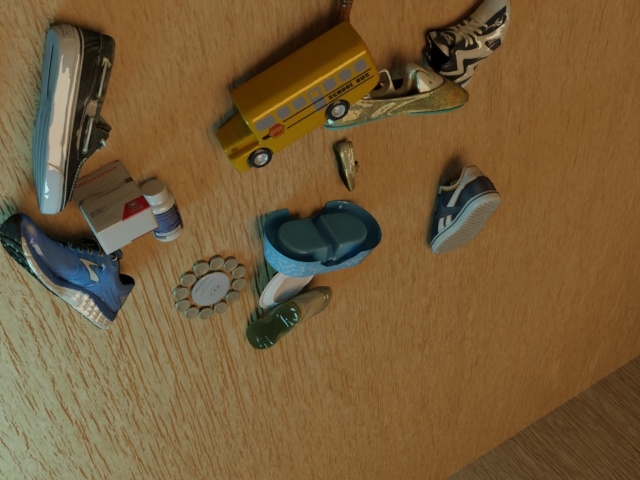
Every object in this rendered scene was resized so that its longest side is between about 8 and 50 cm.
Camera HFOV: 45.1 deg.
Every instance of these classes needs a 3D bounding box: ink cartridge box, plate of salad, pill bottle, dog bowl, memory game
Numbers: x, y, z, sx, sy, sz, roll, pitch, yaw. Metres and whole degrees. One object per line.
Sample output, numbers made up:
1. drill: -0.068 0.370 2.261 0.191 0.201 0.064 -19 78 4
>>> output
1. ink cartridge box: -0.382 -0.063 1.420 0.109 0.150 0.063 -30 142 -15
2. plate of salad: -0.075 0.087 1.864 0.200 0.048 0.200 -38 161 -16
3. pill bottle: -0.318 -0.061 1.536 0.067 0.067 0.120 -27 138 -17
4. dog bowl: 0.000 0.000 1.781 0.297 0.166 0.074 -12 142 -31
5. memory game: -0.254 0.111 1.782 0.186 0.012 0.186 -22 136 -22

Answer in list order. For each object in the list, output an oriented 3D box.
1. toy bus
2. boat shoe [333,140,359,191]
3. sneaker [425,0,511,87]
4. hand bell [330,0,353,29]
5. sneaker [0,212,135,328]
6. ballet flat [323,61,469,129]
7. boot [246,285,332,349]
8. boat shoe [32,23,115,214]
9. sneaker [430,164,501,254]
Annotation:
1. toy bus: -0.054 -0.273 1.488 0.332 0.108 0.130 -31 144 3
2. boat shoe: 0.067 -0.169 1.763 0.045 0.050 0.135 -26 138 -10
3. sneaker: 0.310 -0.446 1.680 0.153 0.094 0.235 3 133 -50
4. hand bell: 0.051 -0.457 1.480 0.126 0.126 0.242 -19 147 -25
5. sneaker: -0.473 0.035 1.476 0.147 0.129 0.330 -51 145 -12
6. ballet flat: 0.159 -0.317 1.629 0.348 0.123 0.123 -11 133 -13
7. boot: -0.077 0.192 1.937 0.213 0.077 0.165 -38 173 39
8. boat shoe: -0.410 -0.192 1.303 0.119 0.121 0.335 0 123 -33
9. sneaker: 0.370 -0.081 2.044 0.126 0.128 0.321 -12 156 -23
